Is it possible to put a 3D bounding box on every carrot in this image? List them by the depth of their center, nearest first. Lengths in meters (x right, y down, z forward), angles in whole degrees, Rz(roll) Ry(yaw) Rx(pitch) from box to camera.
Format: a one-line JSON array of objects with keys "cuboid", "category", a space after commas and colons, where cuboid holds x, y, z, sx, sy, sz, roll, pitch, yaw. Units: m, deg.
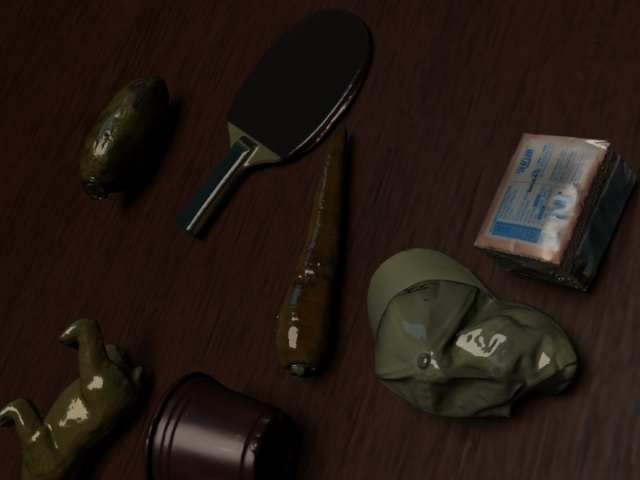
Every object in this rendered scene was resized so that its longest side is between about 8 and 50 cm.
[{"cuboid": [0.000, 0.000, 0.596, 0.049, 0.049, 0.254, -9, 59, 37], "category": "carrot"}]

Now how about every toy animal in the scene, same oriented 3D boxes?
[{"cuboid": [-0.257, 0.194, 0.682, 0.101, 0.103, 0.218, 40, 90, 21], "category": "toy animal"}]

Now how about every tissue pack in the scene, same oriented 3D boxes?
[{"cuboid": [0.161, -0.020, 0.460, 0.074, 0.059, 0.094, 18, 78, 47], "category": "tissue pack"}]

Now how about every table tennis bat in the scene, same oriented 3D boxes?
[{"cuboid": [-0.057, -0.129, 0.730, 0.301, 0.022, 0.173, -53, 45, 2], "category": "table tennis bat"}]

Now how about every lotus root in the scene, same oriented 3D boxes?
[{"cuboid": [-0.251, -0.133, 0.847, 0.081, 0.089, 0.179, 23, 75, 2], "category": "lotus root"}]

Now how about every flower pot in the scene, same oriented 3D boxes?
[{"cuboid": [-0.071, 0.164, 0.529, 0.089, 0.111, 0.111, 2, 67, 27], "category": "flower pot"}]

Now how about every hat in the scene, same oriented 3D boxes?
[{"cuboid": [0.086, 0.057, 0.474, 0.122, 0.081, 0.166, -41, 37, 11], "category": "hat"}]
